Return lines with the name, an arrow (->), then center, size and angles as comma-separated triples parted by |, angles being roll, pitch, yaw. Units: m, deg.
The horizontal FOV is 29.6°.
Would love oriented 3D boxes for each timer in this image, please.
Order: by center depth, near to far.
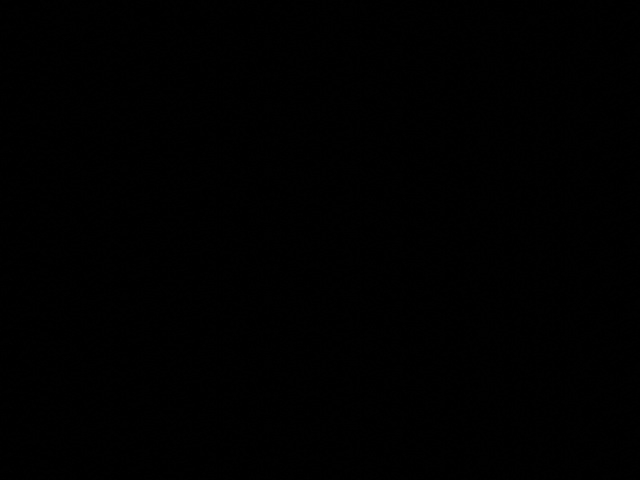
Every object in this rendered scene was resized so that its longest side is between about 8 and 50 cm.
timer -> 0.000, 0.000, 0.177 | 0.378, 0.279, 0.378 | -39, 43, 49
